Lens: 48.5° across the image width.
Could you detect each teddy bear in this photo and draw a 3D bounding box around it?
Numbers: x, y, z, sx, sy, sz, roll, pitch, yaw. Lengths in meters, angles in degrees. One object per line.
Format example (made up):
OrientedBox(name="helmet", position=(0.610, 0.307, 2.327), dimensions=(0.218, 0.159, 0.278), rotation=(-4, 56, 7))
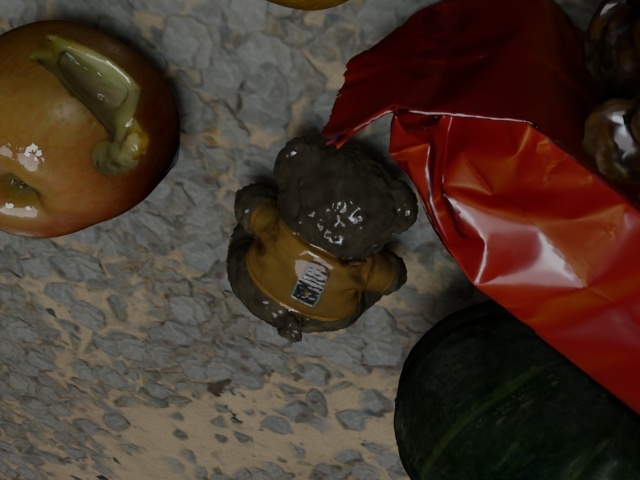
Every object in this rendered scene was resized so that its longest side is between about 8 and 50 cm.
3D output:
OrientedBox(name="teddy bear", position=(0.000, 0.000, 0.636), dimensions=(0.177, 0.140, 0.190), rotation=(23, 126, 0))

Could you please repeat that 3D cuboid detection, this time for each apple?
OrientedBox(name="apple", position=(-0.218, -0.087, 0.585), dimensions=(0.199, 0.199, 0.199), rotation=(9, 133, 9))

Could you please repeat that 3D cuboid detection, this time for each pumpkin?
OrientedBox(name="pumpkin", position=(0.203, 0.177, 0.626), dimensions=(0.300, 0.300, 0.207), rotation=(33, 104, -13))

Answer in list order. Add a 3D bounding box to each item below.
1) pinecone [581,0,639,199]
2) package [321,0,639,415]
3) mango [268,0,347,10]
OrientedBox(name="pinecone", position=(0.255, -0.100, 0.362), dimensions=(0.224, 0.273, 0.224), rotation=(12, 131, 14))
OrientedBox(name="package", position=(0.203, -0.014, 0.509), dimensions=(0.423, 0.196, 0.123), rotation=(37, 129, -16))
OrientedBox(name="mango", position=(-0.005, -0.241, 0.363), dimensions=(0.120, 0.177, 0.295), rotation=(48, 166, 19))
